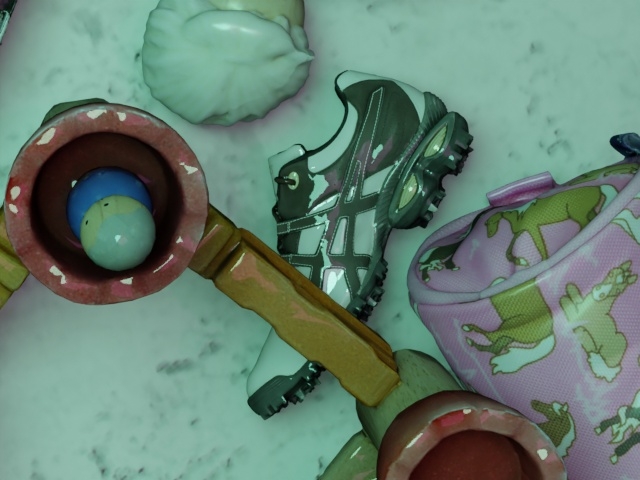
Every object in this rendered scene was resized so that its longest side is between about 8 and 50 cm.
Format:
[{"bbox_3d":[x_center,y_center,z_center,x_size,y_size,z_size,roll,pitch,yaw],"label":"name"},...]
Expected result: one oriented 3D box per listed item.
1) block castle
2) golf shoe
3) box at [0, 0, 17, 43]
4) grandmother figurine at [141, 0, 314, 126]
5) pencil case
[{"bbox_3d":[-0.132,0.185,0.821,0.303,0.213,0.453,39,93,-16],"label":"block castle"},{"bbox_3d":[0.000,0.000,0.972,0.094,0.077,0.198,31,82,2],"label":"golf shoe"},{"bbox_3d":[-0.285,-0.204,0.865,0.322,0.079,0.257,23,88,-16],"label":"box"},{"bbox_3d":[0.005,-0.216,0.946,0.207,0.104,0.342,25,88,11],"label":"grandmother figurine"},{"bbox_3d":[0.205,0.135,0.984,0.167,0.160,0.386,-39,103,-26],"label":"pencil case"}]
